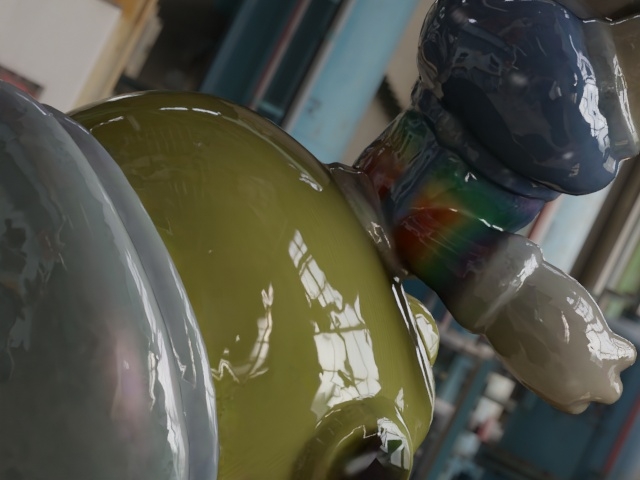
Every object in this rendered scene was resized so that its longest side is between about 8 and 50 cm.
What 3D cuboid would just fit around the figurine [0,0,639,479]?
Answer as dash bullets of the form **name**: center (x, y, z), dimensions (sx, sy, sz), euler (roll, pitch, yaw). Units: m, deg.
- **figurine**: center (-0.009, -0.017, 0.603), dimensions (0.224, 0.382, 0.205), euler (38, -18, 50)
